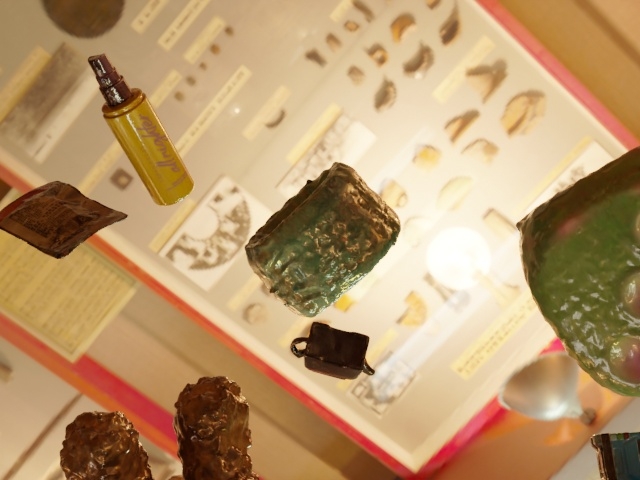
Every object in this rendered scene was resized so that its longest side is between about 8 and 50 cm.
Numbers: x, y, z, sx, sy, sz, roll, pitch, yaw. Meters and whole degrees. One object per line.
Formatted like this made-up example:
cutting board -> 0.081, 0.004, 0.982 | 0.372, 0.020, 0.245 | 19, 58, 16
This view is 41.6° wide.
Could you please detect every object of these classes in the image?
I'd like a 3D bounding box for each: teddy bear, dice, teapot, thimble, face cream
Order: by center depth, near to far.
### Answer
teddy bear -> -0.105, 0.262, 0.675 | 0.246, 0.296, 0.222 | -15, 170, -16
thimble -> 0.000, 0.000, 1.245 | 0.235, 0.143, 0.198 | -50, -168, -31
dice -> 0.512, 0.021, 1.259 | 0.322, 0.330, 0.318 | -34, 176, 35
face cream -> -0.298, -0.183, 1.373 | 0.078, 0.273, 0.078 | -17, -145, 12
teapot -> 0.026, 0.233, 1.679 | 0.096, 0.177, 0.087 | 103, 2, -50

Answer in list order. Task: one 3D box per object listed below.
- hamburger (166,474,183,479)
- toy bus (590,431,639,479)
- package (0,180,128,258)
hamburger -> -0.298, 0.644, 1.884 | 0.244, 0.163, 0.244 | -170, -90, -67
toy bus -> 0.490, 0.351, 1.343 | 0.106, 0.090, 0.185 | -10, 163, 12
package -> -0.475, -0.044, 1.520 | 0.239, 0.030, 0.154 | 24, -132, 34
